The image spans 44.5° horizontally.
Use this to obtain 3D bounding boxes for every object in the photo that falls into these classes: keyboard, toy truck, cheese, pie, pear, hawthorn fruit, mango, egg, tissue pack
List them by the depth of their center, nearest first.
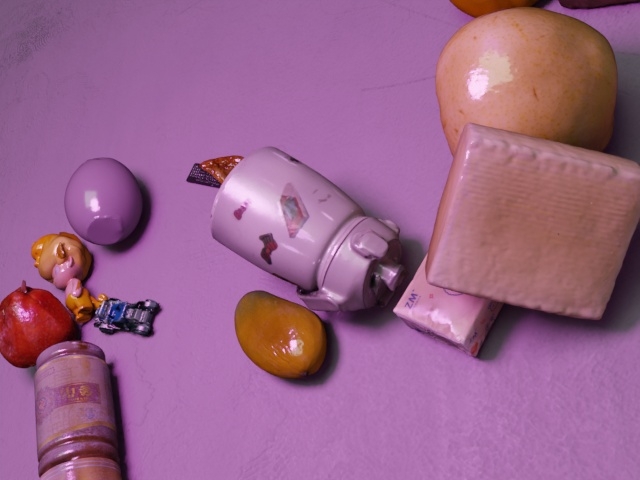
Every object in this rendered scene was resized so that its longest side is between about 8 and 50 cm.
[{"bbox_3d":[0.307,-0.026,1.145,0.124,0.265,0.243,-88,11,-74],"label":"cheese"},{"bbox_3d":[0.338,-0.232,1.281,0.309,0.309,0.309,-16,56,25],"label":"pear"},{"bbox_3d":[0.233,0.075,1.295,0.148,0.092,0.196,22,78,39],"label":"tissue pack"},{"bbox_3d":[-0.083,0.174,1.445,0.237,0.091,0.137,16,68,43],"label":"mango"},{"bbox_3d":[-0.426,0.156,1.683,0.154,0.078,0.080,-1,65,32],"label":"toy truck"},{"bbox_3d":[-0.177,-0.137,1.721,0.088,0.033,0.191,-43,60,-11],"label":"pie"},{"bbox_3d":[-0.633,0.192,1.734,0.173,0.173,0.179,-34,82,11],"label":"hawthorn fruit"},{"bbox_3d":[-0.246,-0.147,1.790,0.155,0.010,0.053,12,72,37],"label":"keyboard"},{"bbox_3d":[-0.503,-0.097,1.817,0.176,0.176,0.232,-26,47,18],"label":"egg"}]

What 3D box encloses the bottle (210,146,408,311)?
[{"bbox_3d":[0.000,0.000,1.403,0.351,0.229,0.229,30,82,19],"label":"bottle"}]

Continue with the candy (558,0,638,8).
[{"bbox_3d":[0.541,-0.494,1.422,0.234,0.104,0.102,6,68,35],"label":"candy"}]

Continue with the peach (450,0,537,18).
[{"bbox_3d":[0.359,-0.556,1.558,0.251,0.153,0.251,-7,76,29],"label":"peach"}]

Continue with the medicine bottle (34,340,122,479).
[{"bbox_3d":[-0.482,0.367,1.545,0.151,0.151,0.322,-31,51,14],"label":"medicine bottle"}]

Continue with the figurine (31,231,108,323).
[{"bbox_3d":[-0.583,0.076,1.813,0.246,0.131,0.156,59,141,25],"label":"figurine"}]
